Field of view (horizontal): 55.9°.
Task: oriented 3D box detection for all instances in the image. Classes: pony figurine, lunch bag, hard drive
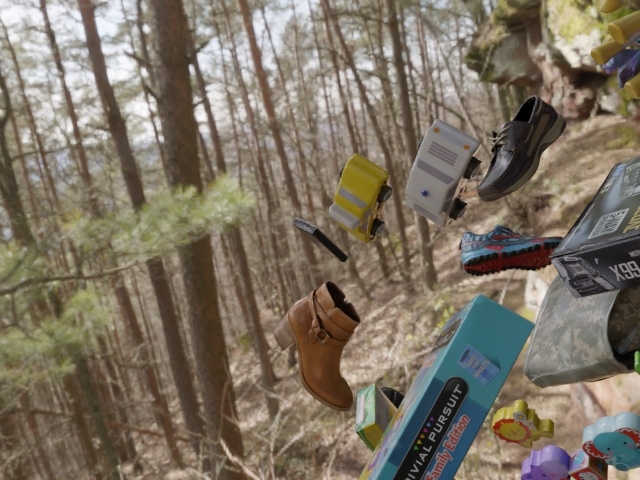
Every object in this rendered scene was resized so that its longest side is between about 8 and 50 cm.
[{"bbox_3d":[0.730,-0.472,1.211,0.363,0.351,0.303,-45,48,7],"label":"pony figurine"},{"bbox_3d":[0.514,0.149,1.089,0.287,0.169,0.235,-49,1,-26],"label":"lunch bag"},{"bbox_3d":[0.000,0.000,1.487,0.022,0.135,0.094,-53,38,-8],"label":"hard drive"}]

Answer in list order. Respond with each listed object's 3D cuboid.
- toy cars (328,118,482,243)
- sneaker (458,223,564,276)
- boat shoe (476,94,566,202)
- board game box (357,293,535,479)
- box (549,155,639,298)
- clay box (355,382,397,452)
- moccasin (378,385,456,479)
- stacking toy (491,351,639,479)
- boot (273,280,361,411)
[{"bbox_3d":[0.122,-0.075,1.040,0.087,0.176,0.394,-42,15,-31],"label":"toy cars"},{"bbox_3d":[0.470,0.003,1.479,0.262,0.104,0.125,-5,52,-3],"label":"sneaker"},{"bbox_3d":[0.475,-0.232,1.500,0.355,0.130,0.132,-48,11,-30],"label":"boat shoe"},{"bbox_3d":[0.138,0.250,0.797,0.079,0.336,0.254,30,-12,10],"label":"board game box"},{"bbox_3d":[0.494,-0.053,0.837,0.307,0.076,0.242,-40,10,-37],"label":"box"},{"bbox_3d":[0.157,0.417,1.245,0.053,0.222,0.127,-33,17,18],"label":"clay box"},{"bbox_3d":[0.240,0.559,1.625,0.139,0.380,0.147,-41,10,-25],"label":"moccasin"},{"bbox_3d":[0.219,0.179,0.505,0.221,0.052,0.167,-48,5,40],"label":"stacking toy"},{"bbox_3d":[0.021,0.177,1.004,0.152,0.197,0.073,-45,-8,30],"label":"boot"}]
